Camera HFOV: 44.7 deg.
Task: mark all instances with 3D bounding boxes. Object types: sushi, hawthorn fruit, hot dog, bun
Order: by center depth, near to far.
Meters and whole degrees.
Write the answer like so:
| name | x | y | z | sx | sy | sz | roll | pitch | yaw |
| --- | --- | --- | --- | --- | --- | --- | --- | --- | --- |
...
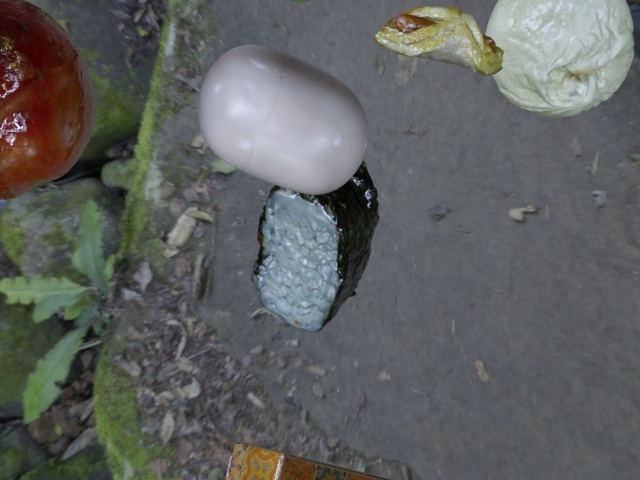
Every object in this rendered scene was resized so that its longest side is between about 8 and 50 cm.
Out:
| name | x | y | z | sx | sy | sz | roll | pitch | yaw |
| --- | --- | --- | --- | --- | --- | --- | --- | --- | --- |
| hawthorn fruit | -0.240 | -0.098 | 0.544 | 0.157 | 0.194 | 0.157 | -3 | 105 | -11 |
| hot dog | 0.147 | -0.234 | 0.885 | 0.169 | 0.078 | 0.061 | 6 | 125 | -23 |
| sushi | 0.000 | 0.000 | 0.941 | 0.124 | 0.127 | 0.225 | 26 | 135 | 18 |
| bun | 0.554 | -0.437 | 1.771 | 0.349 | 0.227 | 0.352 | 20 | 130 | -17 |

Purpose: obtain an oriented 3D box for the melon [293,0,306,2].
| name | x | y | z | sx | sy | sz | roll | pitch | yaw |
| --- | --- | --- | --- | --- | --- | --- | --- | --- | --- |
| melon | -0.009 | -0.471 | 1.301 | 0.064 | 0.209 | 0.118 | -5 | 137 | 35 |

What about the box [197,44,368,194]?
| name | x | y | z | sx | sy | sz | roll | pitch | yaw |
| --- | --- | --- | --- | --- | --- | --- | --- | --- | --- |
| box | -0.031 | -0.106 | 0.661 | 0.146 | 0.200 | 0.088 | 23 | 107 | -10 |

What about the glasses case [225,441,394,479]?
| name | x | y | z | sx | sy | sz | roll | pitch | yaw |
| --- | --- | --- | --- | --- | --- | --- | --- | --- | --- |
| glasses case | 0.001 | 0.269 | 0.852 | 0.075 | 0.218 | 0.049 | 0 | 70 | 43 |
